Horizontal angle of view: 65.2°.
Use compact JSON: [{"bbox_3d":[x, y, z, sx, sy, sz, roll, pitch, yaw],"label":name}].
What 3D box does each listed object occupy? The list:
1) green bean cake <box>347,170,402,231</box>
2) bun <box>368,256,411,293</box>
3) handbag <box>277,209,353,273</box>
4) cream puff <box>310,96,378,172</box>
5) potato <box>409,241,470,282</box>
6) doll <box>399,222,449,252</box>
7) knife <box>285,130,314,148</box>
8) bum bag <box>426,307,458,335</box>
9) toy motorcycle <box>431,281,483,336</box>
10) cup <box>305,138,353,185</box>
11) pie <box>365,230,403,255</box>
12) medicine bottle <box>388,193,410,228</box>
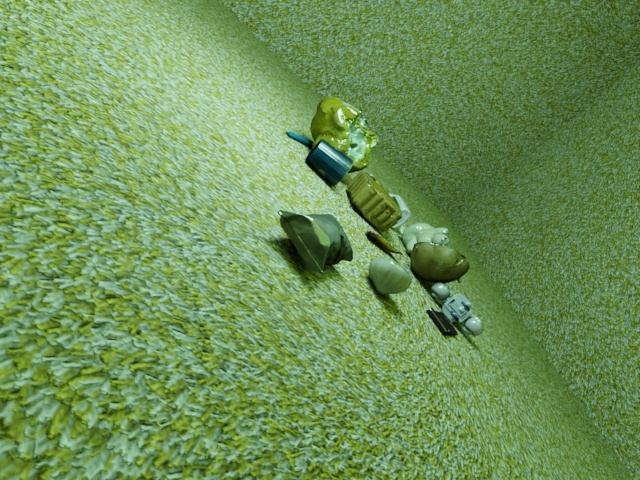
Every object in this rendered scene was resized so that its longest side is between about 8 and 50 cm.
[{"bbox_3d":[0.224,-0.162,2.093,0.224,0.131,0.229,43,15,-21],"label":"green bean cake"},{"bbox_3d":[0.199,0.119,1.513,0.138,0.094,0.138,33,-14,10],"label":"bun"},{"bbox_3d":[0.000,0.000,1.275,0.182,0.117,0.270,59,19,10],"label":"handbag"},{"bbox_3d":[0.066,-0.445,2.165,0.274,0.270,0.323,38,-4,43],"label":"cream puff"},{"bbox_3d":[0.474,0.116,2.016,0.239,0.116,0.299,10,-19,19],"label":"potato"},{"bbox_3d":[0.458,0.011,2.188,0.175,0.149,0.278,2,12,-9],"label":"doll"},{"bbox_3d":[-0.067,-0.431,2.172,0.044,0.026,0.296,51,21,22],"label":"knife"},{"bbox_3d":[0.442,0.292,1.794,0.159,0.026,0.109,19,32,-56],"label":"bum bag"},{"bbox_3d":[0.530,0.269,1.958,0.254,0.112,0.112,49,18,14],"label":"toy motorcycle"},{"bbox_3d":[0.026,-0.313,2.000,0.155,0.131,0.176,38,-10,-15],"label":"cup"},{"bbox_3d":[0.233,0.006,1.919,0.191,0.033,0.088,34,7,-32],"label":"pie"},{"bbox_3d":[0.349,-0.151,2.374,0.078,0.115,0.219,37,20,-23],"label":"medicine bottle"}]
